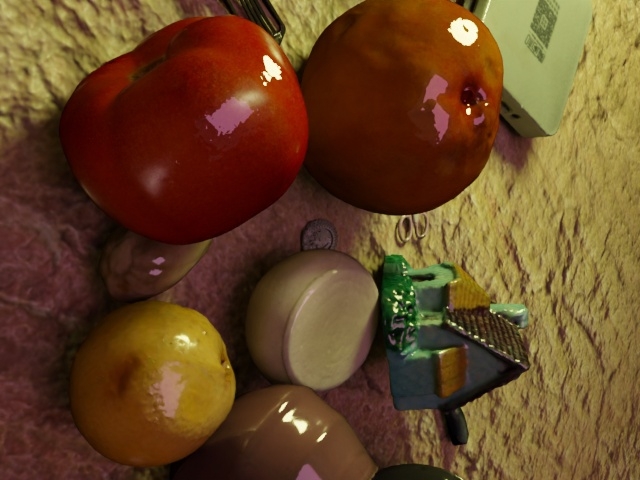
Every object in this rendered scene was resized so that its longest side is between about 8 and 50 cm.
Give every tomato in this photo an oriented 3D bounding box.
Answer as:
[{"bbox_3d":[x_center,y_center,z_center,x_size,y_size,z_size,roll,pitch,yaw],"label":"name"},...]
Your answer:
[{"bbox_3d":[-0.148,-0.128,0.823,0.298,0.299,0.226,-47,128,-28],"label":"tomato"}]

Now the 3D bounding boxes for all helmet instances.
[{"bbox_3d":[-0.096,0.319,0.952,0.271,0.338,0.197,-35,97,-51],"label":"helmet"}]

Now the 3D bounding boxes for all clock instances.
[{"bbox_3d":[0.000,0.000,1.162,0.083,0.010,0.074,-13,103,-42],"label":"clock"}]

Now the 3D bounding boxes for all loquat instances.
[{"bbox_3d":[-0.212,0.177,0.856,0.208,0.208,0.207,-6,100,-42],"label":"loquat"}]

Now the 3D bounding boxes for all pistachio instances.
[{"bbox_3d":[-0.210,0.011,0.909,0.185,0.108,0.126,-43,145,-39],"label":"pistachio"}]

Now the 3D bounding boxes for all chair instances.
[{"bbox_3d":[-0.092,-0.365,0.971,0.212,0.102,0.084,51,62,-33],"label":"chair"}]

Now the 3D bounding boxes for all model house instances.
[{"bbox_3d":[0.240,0.146,1.172,0.280,0.249,0.229,-67,149,-73],"label":"model house"}]

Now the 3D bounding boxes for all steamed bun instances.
[{"bbox_3d":[-0.023,0.120,1.062,0.232,0.145,0.231,-18,115,-42],"label":"steamed bun"}]

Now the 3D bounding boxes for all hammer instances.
[{"bbox_3d":[0.257,0.318,1.421,0.137,0.037,0.289,-36,118,-34],"label":"hammer"}]

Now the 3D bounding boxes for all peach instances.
[{"bbox_3d":[0.129,-0.203,1.057,0.343,0.302,0.342,-6,99,-44],"label":"peach"}]

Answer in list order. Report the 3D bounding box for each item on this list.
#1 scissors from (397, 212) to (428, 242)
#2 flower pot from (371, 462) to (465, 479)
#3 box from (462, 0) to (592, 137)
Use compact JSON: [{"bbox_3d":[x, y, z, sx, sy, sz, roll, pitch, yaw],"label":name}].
[{"bbox_3d":[0.179,-0.085,1.309,0.086,0.022,0.176,-10,105,-38],"label":"scissors"},{"bbox_3d":[0.189,0.548,1.184,0.293,0.294,0.330,-68,157,-13],"label":"flower pot"},{"bbox_3d":[0.436,-0.450,1.458,0.367,0.091,0.372,30,76,-40],"label":"box"}]
